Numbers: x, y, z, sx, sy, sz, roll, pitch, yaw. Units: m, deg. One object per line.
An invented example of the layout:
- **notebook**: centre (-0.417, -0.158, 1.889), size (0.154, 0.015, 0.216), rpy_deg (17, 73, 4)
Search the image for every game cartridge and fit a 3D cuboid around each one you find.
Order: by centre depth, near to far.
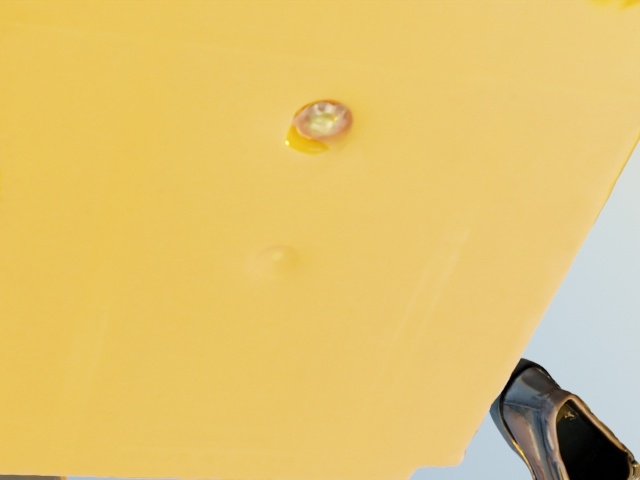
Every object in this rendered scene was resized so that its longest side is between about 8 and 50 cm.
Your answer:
- **game cartridge**: centre (-0.023, -0.007, 0.621), size (0.285, 0.323, 0.052), rpy_deg (5, -136, -18)

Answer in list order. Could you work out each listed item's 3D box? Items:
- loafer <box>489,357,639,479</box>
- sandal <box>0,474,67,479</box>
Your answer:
- **loafer**: centre (0.255, 0.219, 1.347), size (0.267, 0.096, 0.084), rpy_deg (48, 163, -32)
- **sandal**: centre (-0.250, 0.112, 1.093), size (0.240, 0.088, 0.079), rpy_deg (57, -153, -1)
